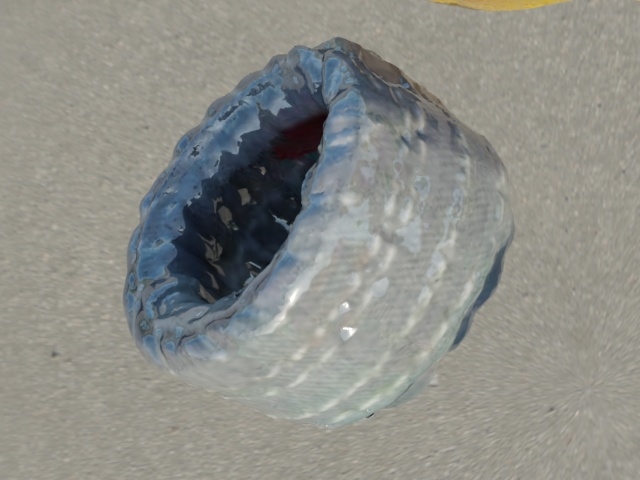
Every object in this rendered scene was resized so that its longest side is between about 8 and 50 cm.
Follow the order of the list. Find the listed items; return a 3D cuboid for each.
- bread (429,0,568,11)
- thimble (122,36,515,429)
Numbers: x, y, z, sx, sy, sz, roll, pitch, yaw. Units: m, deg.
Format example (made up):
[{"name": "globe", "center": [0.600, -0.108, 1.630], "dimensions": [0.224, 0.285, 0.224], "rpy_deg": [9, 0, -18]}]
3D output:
[{"name": "bread", "center": [0.148, -0.217, 0.782], "dimensions": [0.294, 0.167, 0.132], "rpy_deg": [8, 90, 33]}, {"name": "thimble", "center": [0.000, 0.000, 0.802], "dimensions": [0.236, 0.172, 0.205], "rpy_deg": [-58, 37, 11]}]
